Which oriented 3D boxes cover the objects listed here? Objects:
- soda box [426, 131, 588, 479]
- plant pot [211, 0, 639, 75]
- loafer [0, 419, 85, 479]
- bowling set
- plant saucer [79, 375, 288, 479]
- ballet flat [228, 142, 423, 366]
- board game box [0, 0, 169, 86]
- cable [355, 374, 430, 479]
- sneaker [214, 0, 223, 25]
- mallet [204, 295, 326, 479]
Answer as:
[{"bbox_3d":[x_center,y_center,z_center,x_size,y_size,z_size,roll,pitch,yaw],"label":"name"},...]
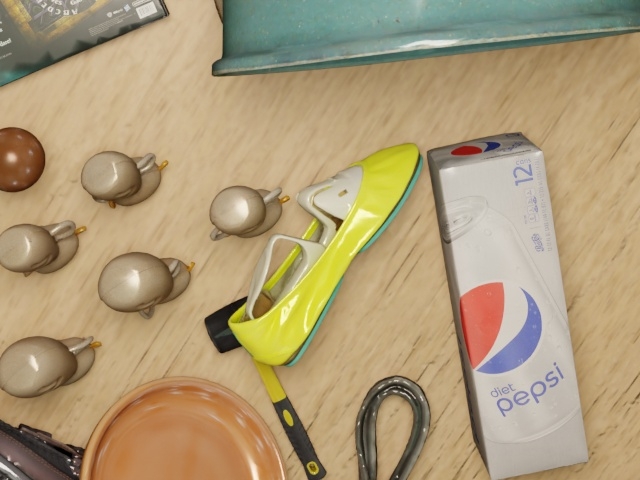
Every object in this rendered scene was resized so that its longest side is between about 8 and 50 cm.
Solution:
[{"bbox_3d":[0.163,0.057,1.298,0.091,0.098,0.286,-11,104,-1],"label":"soda box"},{"bbox_3d":[0.068,-0.303,1.105,0.341,0.341,0.334,-7,96,-2],"label":"plant pot"},{"bbox_3d":[-0.208,0.235,1.329,0.302,0.109,0.095,41,56,-12],"label":"loafer"},{"bbox_3d":[-0.185,-0.018,1.253,0.287,0.154,0.200,-34,84,6],"label":"bowling set"},{"bbox_3d":[-0.121,0.220,1.301,0.200,0.037,0.200,11,68,-29],"label":"plant saucer"},{"bbox_3d":[0.000,0.000,1.265,0.077,0.077,0.231,34,87,-22],"label":"ballet flat"},{"bbox_3d":[-0.236,-0.211,1.244,0.186,0.026,0.126,-22,103,2],"label":"board game box"},{"bbox_3d":[0.035,0.267,1.331,0.139,0.072,0.287,31,99,10],"label":"cable"},{"bbox_3d":[-0.066,-0.253,1.225,0.071,0.066,0.188,-15,104,-1],"label":"sneaker"},{"bbox_3d":[-0.049,0.139,1.337,0.062,0.039,0.189,-18,108,-2],"label":"mallet"}]
